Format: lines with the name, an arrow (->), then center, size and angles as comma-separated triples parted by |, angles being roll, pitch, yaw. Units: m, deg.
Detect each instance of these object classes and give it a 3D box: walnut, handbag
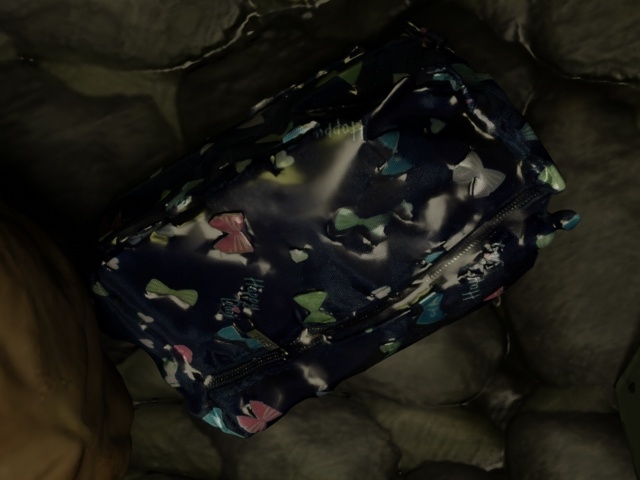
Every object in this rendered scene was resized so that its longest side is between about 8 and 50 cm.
walnut -> -0.226, 0.075, 0.583 | 0.273, 0.227, 0.273 | 16, 122, 27
handbag -> 0.000, 0.000, 0.643 | 0.260, 0.113, 0.162 | -32, 113, 16

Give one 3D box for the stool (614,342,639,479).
stool -> 0.337, 0.084, 0.664 | 0.244, 0.170, 0.269 | 4, 136, -9
